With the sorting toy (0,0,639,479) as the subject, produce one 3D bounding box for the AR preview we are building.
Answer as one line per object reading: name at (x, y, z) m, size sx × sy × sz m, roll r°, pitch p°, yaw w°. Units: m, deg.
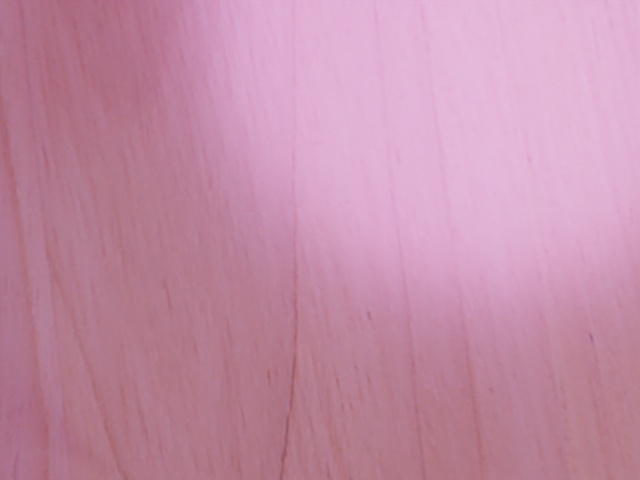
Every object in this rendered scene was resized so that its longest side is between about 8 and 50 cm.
sorting toy at (0.000, 0.000, 0.355) m, size 0.256 × 0.089 × 0.257 m, roll -9°, pitch 79°, yaw 8°
